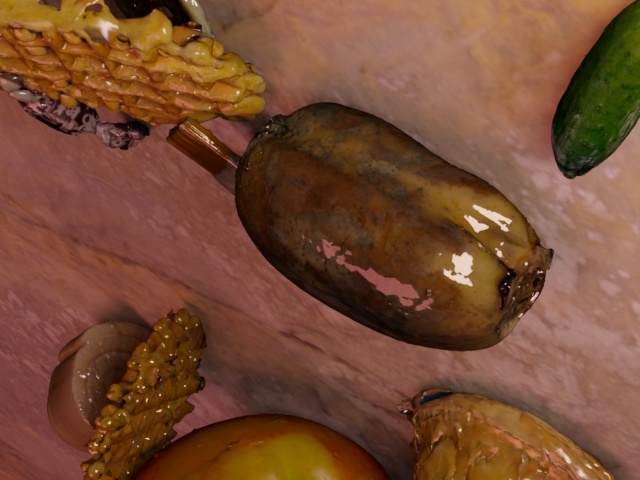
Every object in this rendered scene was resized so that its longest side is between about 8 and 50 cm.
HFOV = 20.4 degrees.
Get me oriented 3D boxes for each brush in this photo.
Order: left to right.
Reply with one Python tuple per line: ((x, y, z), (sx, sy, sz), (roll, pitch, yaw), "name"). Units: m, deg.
((0.000, 0.000, 1.620), (0.336, 0.020, 0.085), (37, 164, -11), "brush")

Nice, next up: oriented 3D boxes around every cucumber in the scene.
((0.198, -0.102, 1.209), (0.056, 0.056, 0.250), (39, 151, 8), "cucumber")

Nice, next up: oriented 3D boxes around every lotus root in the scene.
((0.048, -0.008, 1.453), (0.274, 0.152, 0.160), (32, 161, 24), "lotus root")

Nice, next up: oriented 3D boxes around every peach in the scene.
((-0.066, 0.361, 1.964), (0.370, 0.370, 0.370), (33, 153, 19), "peach")

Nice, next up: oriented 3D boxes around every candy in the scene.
((-0.269, -0.137, 1.737), (0.226, 0.051, 0.094), (24, 180, -27), "candy")

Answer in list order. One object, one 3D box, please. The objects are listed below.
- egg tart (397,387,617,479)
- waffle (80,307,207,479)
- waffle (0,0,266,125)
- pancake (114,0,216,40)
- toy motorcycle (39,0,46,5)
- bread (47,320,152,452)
((0.174, 0.257, 1.733), (0.290, 0.107, 0.291), (32, 152, 20), "egg tart")
((-0.197, 0.190, 2.010), (0.051, 0.232, 0.229), (26, 151, 11), "waffle")
((-0.186, -0.159, 1.541), (0.280, 0.060, 0.262), (24, 161, -38), "waffle")
((-0.139, -0.205, 1.561), (0.129, 0.022, 0.116), (8, 138, 56), "pancake")
((-0.317, -0.268, 1.582), (0.188, 0.143, 0.327), (26, 157, 31), "toy motorcycle")
((-0.258, 0.181, 2.175), (0.134, 0.148, 0.141), (6, 164, -20), "bread")
